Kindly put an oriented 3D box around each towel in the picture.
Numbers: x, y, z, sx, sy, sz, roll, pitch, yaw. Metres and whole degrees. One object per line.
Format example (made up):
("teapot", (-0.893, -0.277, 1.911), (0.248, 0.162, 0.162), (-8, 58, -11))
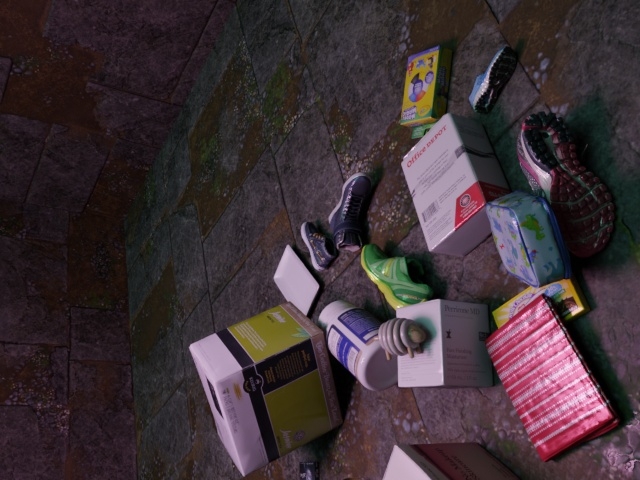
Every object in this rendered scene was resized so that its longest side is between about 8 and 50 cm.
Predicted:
("towel", (0.441, 0.268, 1.274), (0.199, 0.031, 0.275), (-53, 46, 40))

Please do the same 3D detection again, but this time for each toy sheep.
("toy sheep", (0.168, 0.210, 1.413), (0.132, 0.091, 0.091), (-14, 68, 36))

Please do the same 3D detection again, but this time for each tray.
("tray", (-0.074, 0.139, 2.158), (0.270, 0.030, 0.145), (51, 124, 51))

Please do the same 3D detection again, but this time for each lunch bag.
("lunch bag", (0.403, -0.003, 1.275), (0.219, 0.090, 0.176), (-93, -17, -83))

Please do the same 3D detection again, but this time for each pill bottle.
("pill bottle", (0.105, 0.266, 1.719), (0.264, 0.153, 0.153), (37, 112, 55))

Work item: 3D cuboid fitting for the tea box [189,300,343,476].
("tea box", (-0.145, 0.402, 1.814), (0.220, 0.323, 0.329), (35, 141, 56))

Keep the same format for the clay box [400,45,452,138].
("clay box", (0.277, -0.389, 1.730), (0.127, 0.053, 0.222), (-1, 79, 58))

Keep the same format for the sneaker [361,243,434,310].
("sneaker", (0.204, 0.091, 1.686), (0.123, 0.109, 0.295), (-47, 38, 8))

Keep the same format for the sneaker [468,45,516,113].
("sneaker", (0.394, -0.385, 1.537), (0.162, 0.063, 0.073), (-62, 33, 26))

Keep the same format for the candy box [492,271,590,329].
("candy box", (0.445, 0.145, 1.335), (0.206, 0.027, 0.105), (-47, 43, 41))

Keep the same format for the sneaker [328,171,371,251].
("sneaker", (0.096, -0.071, 1.879), (0.163, 0.086, 0.226), (-98, 25, -45))

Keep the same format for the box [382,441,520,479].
("box", (0.261, 0.504, 1.326), (0.148, 0.232, 0.127), (32, 109, 56))

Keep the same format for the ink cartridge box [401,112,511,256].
("ink cartridge box", (0.318, -0.130, 1.533), (0.197, 0.114, 0.273), (-47, 45, 42))

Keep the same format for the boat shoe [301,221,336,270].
("boat shoe", (0.000, 0.000, 2.055), (0.083, 0.065, 0.183), (-48, 51, 39))

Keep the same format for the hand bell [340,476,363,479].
("hand bell", (0.062, 0.751, 1.719), (0.126, 0.126, 0.242), (-120, 38, -46))

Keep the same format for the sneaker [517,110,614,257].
("sneaker", (0.480, -0.106, 1.292), (0.112, 0.121, 0.299), (84, 172, -71))

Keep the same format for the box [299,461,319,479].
("box", (-0.033, 0.693, 1.942), (0.083, 0.018, 0.067), (-26, 59, 52))

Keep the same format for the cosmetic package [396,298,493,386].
("cosmetic package", (0.275, 0.236, 1.460), (0.151, 0.151, 0.184), (-21, 65, 54))
